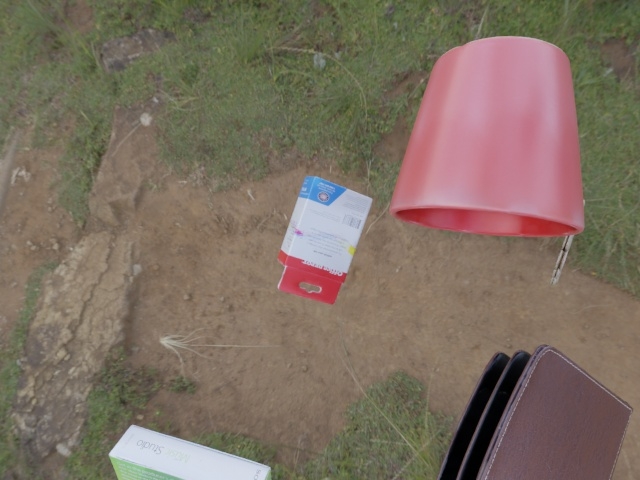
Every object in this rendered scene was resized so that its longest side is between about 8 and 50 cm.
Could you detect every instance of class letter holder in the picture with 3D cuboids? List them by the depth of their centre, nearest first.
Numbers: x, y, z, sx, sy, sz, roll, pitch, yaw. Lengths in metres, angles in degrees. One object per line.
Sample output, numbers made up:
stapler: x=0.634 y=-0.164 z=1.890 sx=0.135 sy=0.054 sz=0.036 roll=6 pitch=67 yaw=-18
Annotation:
letter holder: x=0.247 y=0.301 z=0.565 sx=0.214 sy=0.152 sz=0.302 roll=35 pitch=75 yaw=-19

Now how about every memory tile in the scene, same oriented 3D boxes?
memory tile: x=0.456 y=0.005 z=0.766 sx=0.012 sy=0.113 sz=0.148 roll=20 pitch=71 yaw=30

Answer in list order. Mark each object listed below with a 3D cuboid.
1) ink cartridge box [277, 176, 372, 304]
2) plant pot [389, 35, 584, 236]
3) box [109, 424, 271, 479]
ink cartridge box: x=0.000 y=0.000 z=0.849 sx=0.134 sy=0.078 sz=0.231 roll=19 pitch=93 yaw=-20
plant pot: x=0.254 y=-0.142 z=0.630 sx=0.274 sy=0.275 sz=0.243 roll=7 pitch=86 yaw=5
box: x=-0.190 y=0.445 z=0.666 sx=0.232 sy=0.058 sz=0.322 roll=10 pitch=123 yaw=12
